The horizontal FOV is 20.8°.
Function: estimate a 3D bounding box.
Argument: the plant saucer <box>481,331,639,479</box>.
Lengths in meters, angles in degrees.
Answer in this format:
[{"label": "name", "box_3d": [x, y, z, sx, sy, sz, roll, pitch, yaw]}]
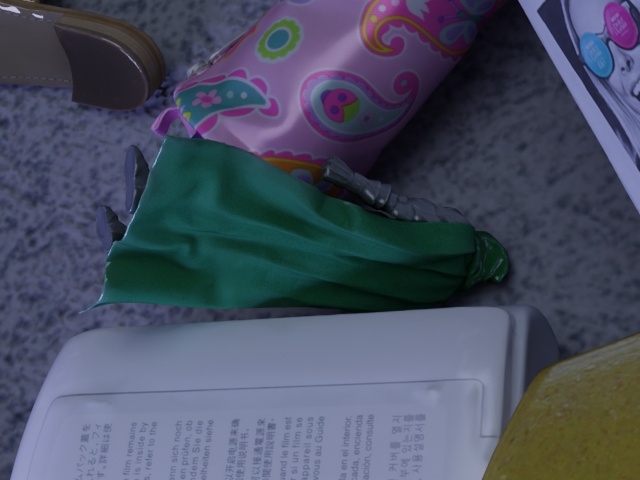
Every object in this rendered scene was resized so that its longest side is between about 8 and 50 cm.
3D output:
[{"label": "plant saucer", "box_3d": [0.232, 0.057, 0.713, 0.333, 0.333, 0.081, -22, 75, 15]}]

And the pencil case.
[{"label": "pencil case", "box_3d": [0.034, -0.133, 1.006, 0.284, 0.124, 0.124, -47, 59, 2]}]

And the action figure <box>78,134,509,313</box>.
[{"label": "action figure", "box_3d": [0.000, 0.000, 0.934, 0.137, 0.232, 0.063, -54, 36, 44]}]

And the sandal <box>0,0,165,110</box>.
[{"label": "sandal", "box_3d": [-0.195, -0.153, 1.159, 0.240, 0.088, 0.079, 19, 47, 22]}]

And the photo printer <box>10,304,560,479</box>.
[{"label": "photo printer", "box_3d": [-0.032, 0.164, 0.925, 0.307, 0.107, 0.256, -5, 66, 23]}]

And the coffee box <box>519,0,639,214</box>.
[{"label": "coffee box", "box_3d": [0.269, -0.222, 0.686, 0.338, 0.338, 0.334, -29, 87, -21]}]
